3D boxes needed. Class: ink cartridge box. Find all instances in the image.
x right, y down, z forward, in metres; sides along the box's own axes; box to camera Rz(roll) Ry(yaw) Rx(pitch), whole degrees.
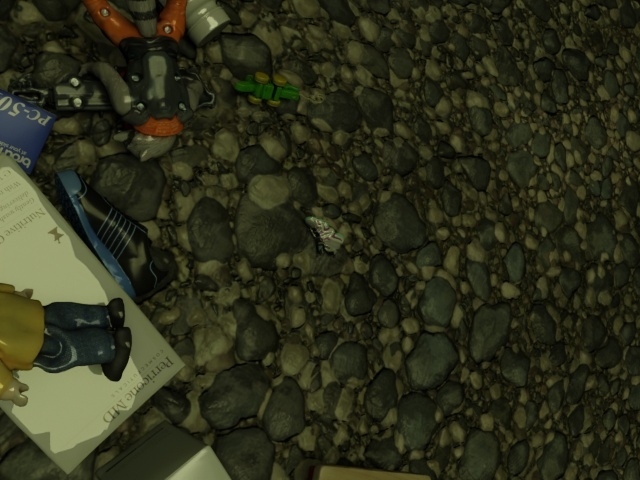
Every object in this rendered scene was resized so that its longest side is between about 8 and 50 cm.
[{"bbox_3d":[-0.490,-0.179,0.746,0.207,0.046,0.097,26,83,-38],"label":"ink cartridge box"}]

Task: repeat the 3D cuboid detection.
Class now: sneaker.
[{"bbox_3d":[-0.334,-0.017,0.871,0.090,0.081,0.232,-34,107,-32],"label":"sneaker"},{"bbox_3d":[0.000,0.000,1.082,0.098,0.038,0.069,32,68,-22],"label":"sneaker"}]

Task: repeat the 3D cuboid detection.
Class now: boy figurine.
[{"bbox_3d":[-0.365,0.116,0.610,0.285,0.177,0.092,5,124,-36],"label":"boy figurine"}]

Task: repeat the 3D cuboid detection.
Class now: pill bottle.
[{"bbox_3d":[-0.251,-0.449,0.958,0.108,0.108,0.193,-45,106,-27],"label":"pill bottle"}]

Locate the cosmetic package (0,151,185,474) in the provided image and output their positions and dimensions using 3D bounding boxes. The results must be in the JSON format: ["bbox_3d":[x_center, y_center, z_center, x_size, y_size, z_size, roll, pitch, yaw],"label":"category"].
[{"bbox_3d":[-0.405,0.105,0.763,0.217,0.156,0.385,-45,105,-29],"label":"cosmetic package"}]

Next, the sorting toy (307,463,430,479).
[{"bbox_3d":[0.065,0.556,1.013,0.257,0.089,0.255,18,75,-28],"label":"sorting toy"}]

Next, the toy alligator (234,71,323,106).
[{"bbox_3d":[-0.085,-0.300,1.070,0.190,0.056,0.051,0,43,-30],"label":"toy alligator"}]

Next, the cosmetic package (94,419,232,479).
[{"bbox_3d":[-0.198,0.412,0.801,0.138,0.225,0.224,-34,101,-29],"label":"cosmetic package"}]

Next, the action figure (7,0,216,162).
[{"bbox_3d":[-0.316,-0.279,0.843,0.341,0.178,0.330,-17,111,-26],"label":"action figure"}]
